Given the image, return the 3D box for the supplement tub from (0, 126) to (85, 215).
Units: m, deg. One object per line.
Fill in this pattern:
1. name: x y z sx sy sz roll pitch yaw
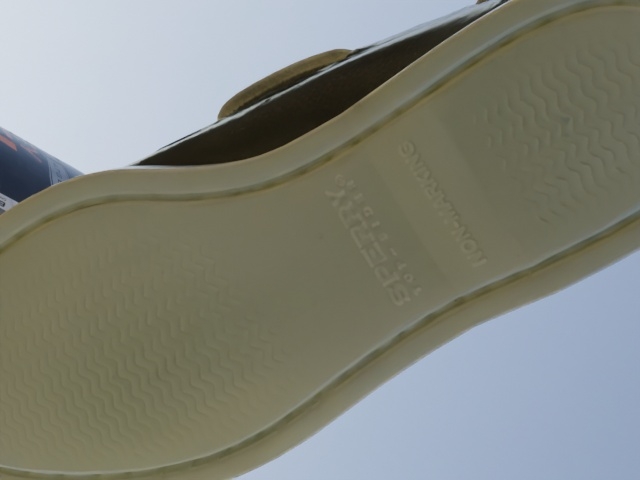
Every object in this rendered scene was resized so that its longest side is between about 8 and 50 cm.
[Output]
1. supplement tub: -0.265 0.004 1.001 0.194 0.316 0.193 -27 -132 34

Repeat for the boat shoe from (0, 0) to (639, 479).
1. boat shoe: 0.000 0.000 0.505 0.303 0.114 0.091 -20 -171 19
